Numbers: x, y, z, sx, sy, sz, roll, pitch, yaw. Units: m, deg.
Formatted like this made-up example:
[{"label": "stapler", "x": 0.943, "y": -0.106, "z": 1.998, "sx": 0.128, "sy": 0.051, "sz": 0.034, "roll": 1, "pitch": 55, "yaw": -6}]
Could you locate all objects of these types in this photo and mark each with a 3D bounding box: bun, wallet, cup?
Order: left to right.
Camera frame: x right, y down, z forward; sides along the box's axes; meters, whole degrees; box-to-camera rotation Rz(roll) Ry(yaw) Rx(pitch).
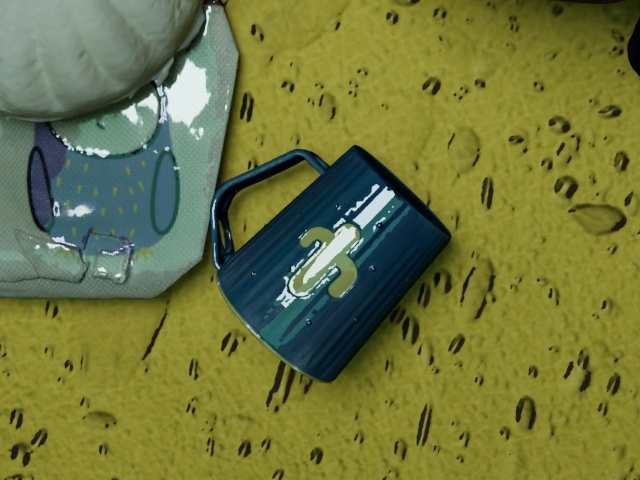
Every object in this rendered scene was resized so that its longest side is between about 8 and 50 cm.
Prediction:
[{"label": "bun", "x": -0.213, "y": -0.225, "z": 0.730, "sx": 0.263, "sy": 0.175, "sz": 0.263, "roll": 0, "pitch": 83, "yaw": -1}, {"label": "wallet", "x": -0.232, "y": -0.085, "z": 0.856, "sx": 0.335, "sy": 0.068, "sz": 0.275, "roll": 0, "pitch": 102, "yaw": 5}, {"label": "cup", "x": 0.000, "y": 0.000, "z": 0.826, "sx": 0.155, "sy": 0.131, "sz": 0.176, "roll": -45, "pitch": 84, "yaw": 10}]

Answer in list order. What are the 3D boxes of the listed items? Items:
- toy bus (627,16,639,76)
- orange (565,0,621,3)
[{"label": "toy bus", "x": 0.390, "y": -0.246, "z": 0.699, "sx": 0.162, "sy": 0.171, "sz": 0.386, "roll": 25, "pitch": 105, "yaw": -10}, {"label": "orange", "x": 0.140, "y": -0.306, "z": 0.627, "sx": 0.357, "sy": 0.322, "sz": 0.322, "roll": 13, "pitch": 106, "yaw": 18}]
